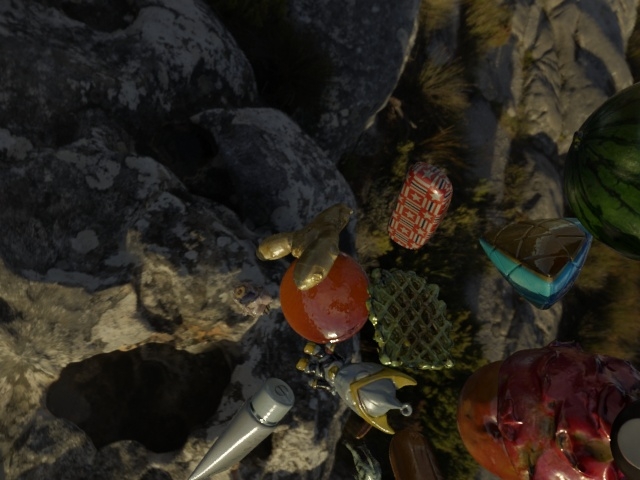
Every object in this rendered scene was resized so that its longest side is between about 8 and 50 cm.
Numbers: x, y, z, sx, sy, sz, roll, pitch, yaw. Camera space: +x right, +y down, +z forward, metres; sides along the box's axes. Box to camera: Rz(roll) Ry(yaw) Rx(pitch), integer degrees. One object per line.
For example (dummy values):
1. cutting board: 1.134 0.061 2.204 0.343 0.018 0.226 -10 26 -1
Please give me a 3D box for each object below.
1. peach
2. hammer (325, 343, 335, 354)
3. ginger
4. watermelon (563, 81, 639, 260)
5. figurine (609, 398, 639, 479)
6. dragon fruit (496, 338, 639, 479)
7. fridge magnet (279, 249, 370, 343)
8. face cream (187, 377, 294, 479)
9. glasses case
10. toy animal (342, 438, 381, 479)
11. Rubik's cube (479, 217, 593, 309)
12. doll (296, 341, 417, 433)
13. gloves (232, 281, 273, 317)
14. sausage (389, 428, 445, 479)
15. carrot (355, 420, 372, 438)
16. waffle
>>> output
1. peach: 0.540 0.501 1.252 0.301 0.342 0.343 3 76 -46
2. hammer: 0.039 0.410 1.775 0.043 0.043 0.084 14 71 -30
3. ginger: -0.001 -0.011 1.414 0.348 0.363 0.122 -37 110 -16
4. watermelon: 0.542 -0.134 0.821 0.189 0.331 0.331 20 59 20
5. figurine: 0.536 0.308 0.661 0.275 0.158 0.161 6 105 -15
6. dragon fruit: 0.557 0.371 0.917 0.386 0.249 0.371 19 55 -24
7. fridge magnet: 0.020 0.208 1.724 0.155 0.363 0.364 3 73 -72
8. face cream: -0.174 0.441 1.021 0.089 0.314 0.143 46 18 29
9. glasses case: 0.149 -0.047 0.682 0.073 0.194 0.049 36 69 13
10. toy animal: 0.138 0.627 1.177 0.073 0.176 0.217 -24 111 -19
11. Rubik's cube: 0.487 0.066 1.084 0.254 0.254 0.255 9 73 -31
12. doll: 0.094 0.367 1.191 0.316 0.103 0.146 25 64 15
13. gloves: -0.221 0.186 1.470 0.110 0.094 0.144 -34 141 -16
14. sausage: 0.126 0.305 0.567 0.062 0.183 0.054 -27 115 7
15. carrot: 0.209 0.663 1.732 0.247 0.043 0.043 -35 98 -38
16. waffle: 0.251 0.220 1.273 0.316 0.073 0.298 15 58 -33
